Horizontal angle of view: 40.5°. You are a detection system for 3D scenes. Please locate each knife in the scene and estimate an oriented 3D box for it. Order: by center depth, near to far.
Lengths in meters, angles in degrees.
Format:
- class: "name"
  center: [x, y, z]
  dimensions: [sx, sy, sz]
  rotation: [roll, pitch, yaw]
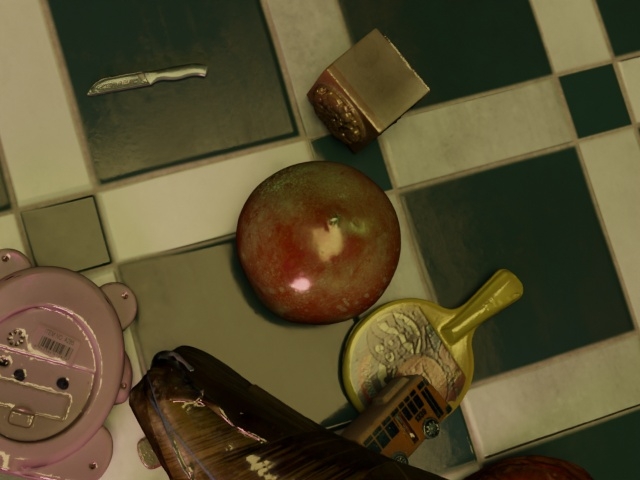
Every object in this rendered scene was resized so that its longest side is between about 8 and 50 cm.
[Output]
- class: "knife"
  center: [-0.294, -0.277, 1.481]
  dimensions: [0.210, 0.015, 0.028]
  rotation: [-12, 90, -12]

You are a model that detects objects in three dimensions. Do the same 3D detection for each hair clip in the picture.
- class: "hair clip"
  center: [-0.228, 0.319, 1.400]
  dimensions: [0.137, 0.022, 0.054]
  rotation: [-25, 87, -18]

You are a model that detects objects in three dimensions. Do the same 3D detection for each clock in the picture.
- class: "clock"
  center: [-0.431, 0.194, 1.312]
  dimensions: [0.295, 0.113, 0.322]
  rotation: [20, 68, -20]

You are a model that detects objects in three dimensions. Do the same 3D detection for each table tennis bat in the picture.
- class: "table tennis bat"
  center: [0.204, 0.175, 1.493]
  dimensions: [0.368, 0.054, 0.224]
  rotation: [-35, 92, -10]

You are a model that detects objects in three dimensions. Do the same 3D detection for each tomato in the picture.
- class: "tomato"
  center: [0.000, 0.000, 1.393]
  dimensions: [0.270, 0.222, 0.271]
  rotation: [3, 80, -14]

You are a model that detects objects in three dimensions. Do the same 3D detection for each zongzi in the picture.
- class: "zongzi"
  center: [-0.038, 0.284, 1.261]
  dimensions: [0.432, 0.208, 0.404]
  rotation: [-29, 88, 23]

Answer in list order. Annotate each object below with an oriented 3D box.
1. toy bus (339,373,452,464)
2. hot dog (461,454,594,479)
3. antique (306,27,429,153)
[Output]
- class: "toy bus"
  center: [0.115, 0.295, 1.384]
  dimensions: [0.182, 0.091, 0.103]
  rotation: [-39, 97, -33]
- class: "hot dog"
  center: [0.297, 0.518, 1.404]
  dimensions: [0.387, 0.174, 0.267]
  rotation: [-32, 86, -5]
- class: "antique"
  center: [0.072, -0.247, 1.480]
  dimensions: [0.148, 0.152, 0.147]
  rotation: [-42, 93, -16]
